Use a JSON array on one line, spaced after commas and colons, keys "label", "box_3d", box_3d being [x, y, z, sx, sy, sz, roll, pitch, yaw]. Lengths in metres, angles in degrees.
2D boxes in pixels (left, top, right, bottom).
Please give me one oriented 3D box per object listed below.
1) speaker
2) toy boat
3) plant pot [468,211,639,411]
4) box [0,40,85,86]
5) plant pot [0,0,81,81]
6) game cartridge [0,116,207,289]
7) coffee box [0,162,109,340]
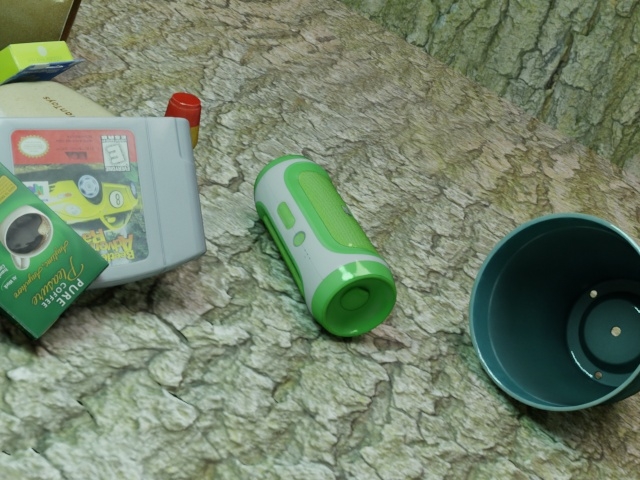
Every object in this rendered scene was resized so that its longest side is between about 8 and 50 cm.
[{"label": "speaker", "box_3d": [0.000, 0.000, 1.273, 0.131, 0.131, 0.296, 10, 31, -32]}, {"label": "toy boat", "box_3d": [-0.291, -0.112, 1.203, 0.318, 0.148, 0.267, -16, 44, -45]}, {"label": "plant pot", "box_3d": [0.397, 0.118, 1.315, 0.255, 0.272, 0.272, 18, 24, -52]}, {"label": "box", "box_3d": [-0.423, -0.225, 1.224, 0.109, 0.178, 0.042, -30, 99, -60]}, {"label": "plant pot", "box_3d": [-0.497, -0.378, 1.344, 0.254, 0.237, 0.237, 20, 27, -17]}, {"label": "game cartridge", "box_3d": [-0.276, -0.042, 1.015, 0.294, 0.060, 0.196, -5, 84, -29]}, {"label": "coffee box", "box_3d": [-0.324, 0.003, 0.924, 0.184, 0.040, 0.113, 44, 62, -12]}]
